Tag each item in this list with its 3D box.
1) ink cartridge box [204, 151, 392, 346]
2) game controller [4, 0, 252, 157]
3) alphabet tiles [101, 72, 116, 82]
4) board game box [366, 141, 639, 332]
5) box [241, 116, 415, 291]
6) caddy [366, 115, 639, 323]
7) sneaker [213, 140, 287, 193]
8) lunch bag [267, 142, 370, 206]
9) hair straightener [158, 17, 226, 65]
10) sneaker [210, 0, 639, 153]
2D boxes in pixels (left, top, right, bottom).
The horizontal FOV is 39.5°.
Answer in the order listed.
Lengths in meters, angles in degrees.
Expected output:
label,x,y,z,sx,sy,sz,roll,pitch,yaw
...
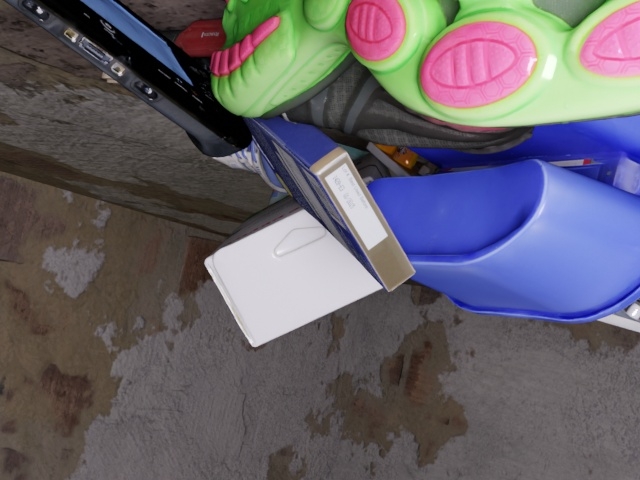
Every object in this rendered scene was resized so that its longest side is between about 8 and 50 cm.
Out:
label,x,y,z,sx,sy,sz,roll,pitch,yaw
ink cartridge box,0.000,0.000,1.090,0.211,0.121,0.289,-26,-172,10
game controller,-0.182,-0.176,0.682,0.319,0.067,0.166,35,-175,-37
alphabet tiles,-0.086,-0.171,0.973,0.284,0.021,0.278,8,-173,29
board game box,0.298,-0.007,1.094,0.390,0.050,0.390,16,-160,-34
box,-0.007,-0.058,0.792,0.136,0.037,0.225,57,172,-35
caddy,0.183,-0.055,0.802,0.179,0.241,0.341,22,170,-27
sneaker,-0.076,-0.111,1.030,0.131,0.111,0.296,5,-174,-5
lunch bag,0.011,-0.026,1.387,0.160,0.223,0.262,18,175,12
hair straightener,-0.123,-0.195,0.946,0.231,0.047,0.089,4,170,46
sneaker,0.091,-0.148,0.561,0.202,0.185,0.483,7,-174,-27
